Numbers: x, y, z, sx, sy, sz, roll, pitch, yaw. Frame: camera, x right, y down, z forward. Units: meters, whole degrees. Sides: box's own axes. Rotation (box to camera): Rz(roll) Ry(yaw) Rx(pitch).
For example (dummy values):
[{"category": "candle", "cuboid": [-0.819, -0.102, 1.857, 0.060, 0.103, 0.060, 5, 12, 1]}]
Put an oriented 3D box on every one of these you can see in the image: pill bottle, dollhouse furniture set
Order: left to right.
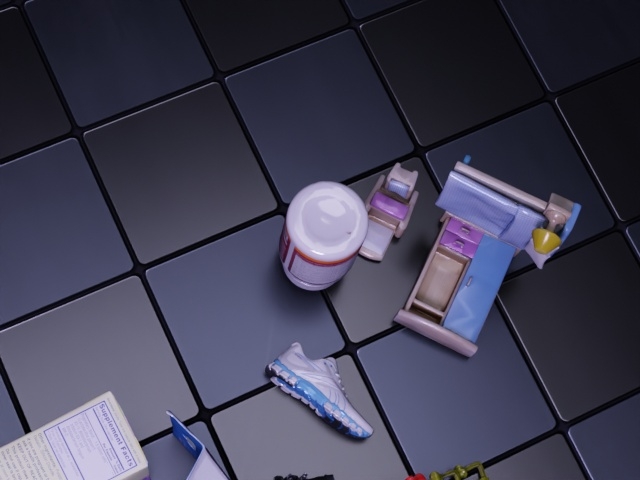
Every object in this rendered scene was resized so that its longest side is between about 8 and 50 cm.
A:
[{"category": "pill bottle", "cuboid": [0.000, 0.000, 1.897, 0.121, 0.221, 0.121, 2, 73, -6]}, {"category": "dollhouse furniture set", "cuboid": [0.192, 0.007, 1.876, 0.286, 0.303, 0.198, 26, 72, 1]}]

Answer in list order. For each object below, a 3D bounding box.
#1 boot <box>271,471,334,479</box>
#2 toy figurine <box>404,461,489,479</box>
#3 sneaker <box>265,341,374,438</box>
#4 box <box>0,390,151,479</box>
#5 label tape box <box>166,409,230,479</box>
[{"category": "boot", "cuboid": [-0.024, 0.403, 1.868, 0.099, 0.045, 0.121, -4, 67, -10]}, {"category": "toy figurine", "cuboid": [0.131, 0.479, 1.825, 0.362, 0.217, 0.191, -6, 50, -53]}, {"category": "sneaker", "cuboid": [0.013, 0.224, 1.915, 0.190, 0.071, 0.083, 39, 67, 5]}, {"category": "box", "cuboid": [-0.371, 0.332, 1.759, 0.243, 0.213, 0.117, -26, 77, -13]}, {"category": "label tape box", "cuboid": [-0.139, 0.416, 1.743, 0.115, 0.249, 0.348, -38, 81, -15]}]
